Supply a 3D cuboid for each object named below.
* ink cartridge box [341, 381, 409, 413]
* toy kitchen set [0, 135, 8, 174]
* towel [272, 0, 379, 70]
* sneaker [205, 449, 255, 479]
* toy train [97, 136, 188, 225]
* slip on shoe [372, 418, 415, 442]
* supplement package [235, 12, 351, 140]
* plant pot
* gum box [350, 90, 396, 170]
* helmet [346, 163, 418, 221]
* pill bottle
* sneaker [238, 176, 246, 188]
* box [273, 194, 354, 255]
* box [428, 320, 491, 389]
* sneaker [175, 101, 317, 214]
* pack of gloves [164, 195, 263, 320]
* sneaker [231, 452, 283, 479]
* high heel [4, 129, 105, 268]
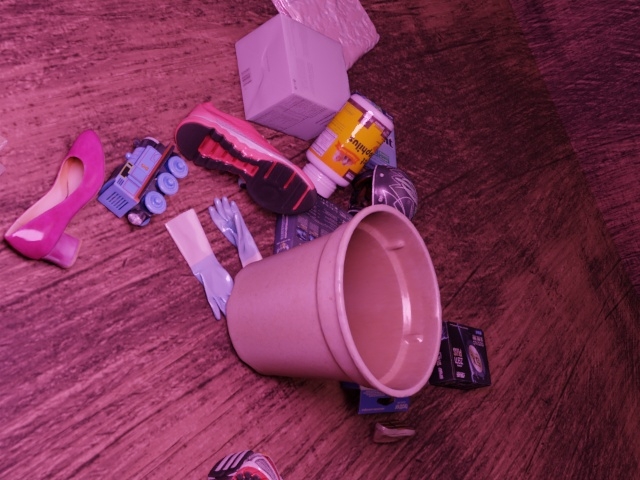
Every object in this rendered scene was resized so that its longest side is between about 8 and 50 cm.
[{"bbox_3d":[0.127,0.216,1.768,0.185,0.065,0.311,9,79,-49],"label":"ink cartridge box"},{"bbox_3d":[-0.517,-0.132,1.211,0.083,0.075,0.068,-54,162,-14],"label":"toy kitchen set"},{"bbox_3d":[0.011,-0.592,2.075,0.317,0.053,0.332,57,39,-15],"label":"towel"},{"bbox_3d":[-0.152,0.479,1.297,0.281,0.106,0.163,-43,110,-52],"label":"sneaker"},{"bbox_3d":[-0.306,-0.108,1.419,0.105,0.080,0.184,43,43,-21],"label":"toy train"},{"bbox_3d":[0.158,0.419,1.767,0.135,0.051,0.041,16,100,-56],"label":"slip on shoe"},{"bbox_3d":[-0.057,-0.353,1.787,0.203,0.149,0.194,12,63,-48],"label":"supplement package"},{"bbox_3d":[0.008,0.127,1.480,0.333,0.305,0.334,21,63,-50],"label":"plant pot"},{"bbox_3d":[0.130,-0.266,2.069,0.157,0.041,0.185,25,53,-42],"label":"gum box"},{"bbox_3d":[0.150,-0.095,1.907,0.169,0.161,0.170,27,53,-42],"label":"helmet"},{"bbox_3d":[0.050,-0.198,1.738,0.117,0.215,0.117,38,8,-7],"label":"pill bottle"},{"bbox_3d":[-0.129,-0.135,1.683,0.098,0.038,0.069,20,59,-46],"label":"sneaker"},{"bbox_3d":[0.000,0.000,1.759,0.232,0.059,0.184,31,50,-40],"label":"box"},{"bbox_3d":[0.341,0.290,2.025,0.180,0.077,0.148,19,59,-46],"label":"box"},{"bbox_3d":[-0.129,-0.175,1.607,0.313,0.116,0.136,33,37,-18],"label":"sneaker"},{"bbox_3d":[-0.169,0.030,1.545,0.195,0.046,0.232,-36,102,-53],"label":"pack of gloves"},{"bbox_3d":[-0.068,0.440,1.297,0.093,0.088,0.225,-60,136,-66],"label":"sneaker"},{"bbox_3d":[-0.415,-0.083,1.267,0.117,0.082,0.244,35,60,-49],"label":"high heel"}]
